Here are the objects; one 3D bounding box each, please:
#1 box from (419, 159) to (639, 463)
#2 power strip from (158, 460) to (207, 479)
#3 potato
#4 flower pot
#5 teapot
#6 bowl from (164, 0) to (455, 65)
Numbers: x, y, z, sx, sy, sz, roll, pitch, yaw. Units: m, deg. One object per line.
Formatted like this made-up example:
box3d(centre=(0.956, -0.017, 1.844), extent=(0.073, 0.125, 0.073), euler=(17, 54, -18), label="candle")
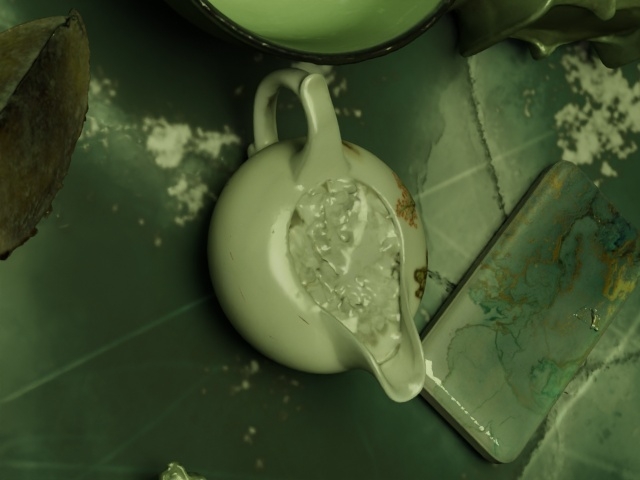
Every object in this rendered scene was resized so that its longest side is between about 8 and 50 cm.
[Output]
box3d(centre=(0.198, 0.064, 1.865), extent=(0.142, 0.044, 0.285), euler=(44, 63, -12), label="box")
box3d(centre=(-0.109, 0.320, 1.644), extent=(0.118, 0.046, 0.270), euler=(-23, 94, -28), label="power strip")
box3d(centre=(-0.279, -0.066, 1.603), extent=(0.120, 0.100, 0.261), euler=(75, 32, -44), label="potato")
box3d(centre=(0.249, -0.299, 1.884), extent=(0.368, 0.164, 0.254), euler=(3, 75, -28), label="flower pot")
box3d(centre=(0.000, 0.000, 1.706), extent=(0.204, 0.139, 0.298), euler=(-26, 95, -28), label="teapot")
box3d(centre=(-0.043, -0.318, 1.692), extent=(0.354, 0.185, 0.353), euler=(-1, 92, -31), label="bowl")
